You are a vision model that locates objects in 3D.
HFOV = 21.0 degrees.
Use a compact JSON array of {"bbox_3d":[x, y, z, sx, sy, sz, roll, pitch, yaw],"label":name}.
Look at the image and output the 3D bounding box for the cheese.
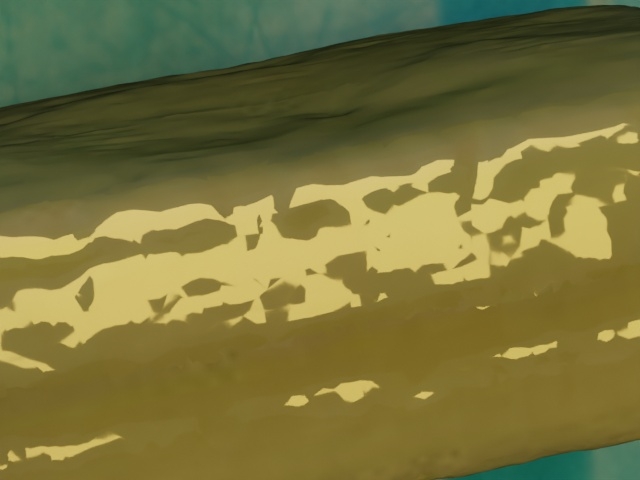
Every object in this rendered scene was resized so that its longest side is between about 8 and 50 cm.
[{"bbox_3d":[0.000,0.000,0.577,0.266,0.242,0.123,-11,105,-2],"label":"cheese"}]
